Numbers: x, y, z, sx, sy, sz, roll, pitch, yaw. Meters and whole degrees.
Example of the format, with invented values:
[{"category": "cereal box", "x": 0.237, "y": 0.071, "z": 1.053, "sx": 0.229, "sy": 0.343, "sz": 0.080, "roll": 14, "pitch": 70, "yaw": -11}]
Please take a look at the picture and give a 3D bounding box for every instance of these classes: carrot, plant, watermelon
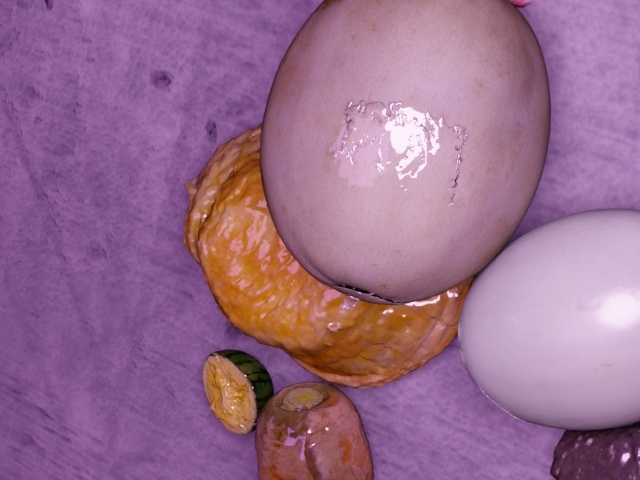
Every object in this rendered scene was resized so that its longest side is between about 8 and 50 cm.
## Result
[{"category": "carrot", "x": -0.008, "y": 0.305, "z": 1.794, "sx": 0.139, "sy": 0.139, "sz": 0.301, "roll": 22, "pitch": 123, "yaw": 34}, {"category": "plant", "x": 0.326, "y": 0.226, "z": 1.506, "sx": 0.194, "sy": 0.132, "sz": 0.129, "roll": -3, "pitch": 101, "yaw": 44}, {"category": "watermelon", "x": -0.092, "y": 0.174, "z": 1.872, "sx": 0.105, "sy": 0.062, "sz": 0.105, "roll": 23, "pitch": 123, "yaw": 41}]

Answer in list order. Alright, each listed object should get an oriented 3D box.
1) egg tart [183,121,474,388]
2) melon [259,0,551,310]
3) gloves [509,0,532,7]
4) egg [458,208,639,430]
[{"category": "egg tart", "x": 0.000, "y": 0.000, "z": 1.708, "sx": 0.351, "sy": 0.153, "sz": 0.339, "roll": 49, "pitch": 122, "yaw": 17}, {"category": "melon", "x": 0.076, "y": -0.093, "z": 1.485, "sx": 0.268, "sy": 0.268, "sz": 0.330, "roll": 21, "pitch": 91, "yaw": 34}, {"category": "gloves", "x": 0.165, "y": -0.310, "z": 1.527, "sx": 0.145, "sy": 0.126, "sz": 0.241, "roll": 41, "pitch": 116, "yaw": 22}, {"category": "egg", "x": 0.254, "y": 0.075, "z": 1.480, "sx": 0.283, "sy": 0.203, "sz": 0.203, "roll": -21, "pitch": 86, "yaw": 39}]
